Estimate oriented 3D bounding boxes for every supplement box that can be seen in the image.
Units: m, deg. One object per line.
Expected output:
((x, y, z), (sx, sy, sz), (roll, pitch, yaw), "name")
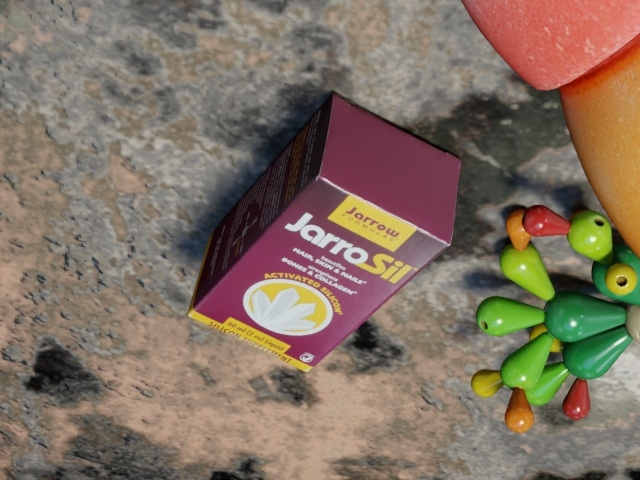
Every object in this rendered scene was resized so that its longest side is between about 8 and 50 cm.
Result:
((0.000, 0.000, 0.893), (0.104, 0.080, 0.188), (27, 137, -17), "supplement box")

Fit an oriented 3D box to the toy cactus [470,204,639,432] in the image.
((0.202, 0.057, 0.913), (0.181, 0.112, 0.219), (0, 131, -2), "toy cactus")

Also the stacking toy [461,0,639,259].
((0.117, -0.218, 0.515), (0.480, 0.350, 0.350), (41, 134, -5), "stacking toy")
